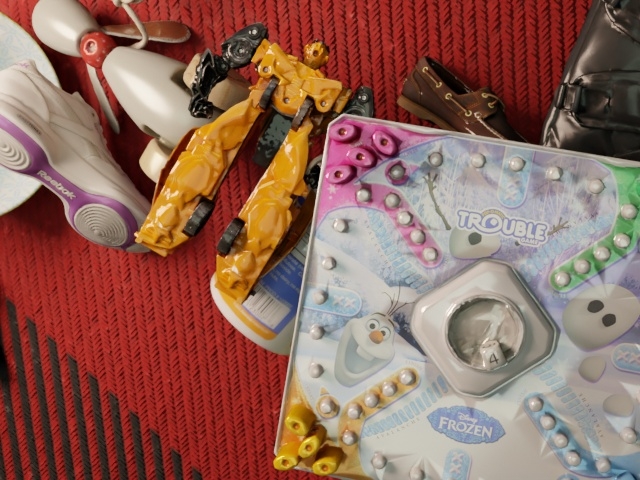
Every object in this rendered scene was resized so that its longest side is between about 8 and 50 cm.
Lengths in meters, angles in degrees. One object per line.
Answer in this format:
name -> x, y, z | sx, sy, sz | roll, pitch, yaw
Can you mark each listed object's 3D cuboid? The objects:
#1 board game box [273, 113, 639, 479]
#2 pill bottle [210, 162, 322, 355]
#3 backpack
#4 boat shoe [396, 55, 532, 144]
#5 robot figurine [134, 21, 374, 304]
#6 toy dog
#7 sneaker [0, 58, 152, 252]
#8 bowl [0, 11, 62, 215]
board game box -> 0.166, 0.093, 0.771 | 0.390, 0.050, 0.389 | 11, 98, 7
pill bottle -> 0.000, 0.000, 0.946 | 0.152, 0.152, 0.272 | 42, 104, 2
backpack -> 0.458, -0.149, 0.795 | 0.356, 0.273, 0.290 | 23, 105, 28
boat shoe -> 0.176, -0.150, 0.890 | 0.207, 0.073, 0.073 | 40, 112, 31
robot figurine -> -0.072, -0.090, 0.841 | 0.211, 0.085, 0.291 | 32, 96, 0
toy dog -> -0.207, -0.205, 0.978 | 0.220, 0.161, 0.333 | -35, 77, 18
sneaker -> -0.300, -0.106, 0.983 | 0.114, 0.152, 0.305 | -16, 133, 29
bowl -> -0.503, -0.170, 1.000 | 0.156, 0.290, 0.289 | 12, 106, 53
